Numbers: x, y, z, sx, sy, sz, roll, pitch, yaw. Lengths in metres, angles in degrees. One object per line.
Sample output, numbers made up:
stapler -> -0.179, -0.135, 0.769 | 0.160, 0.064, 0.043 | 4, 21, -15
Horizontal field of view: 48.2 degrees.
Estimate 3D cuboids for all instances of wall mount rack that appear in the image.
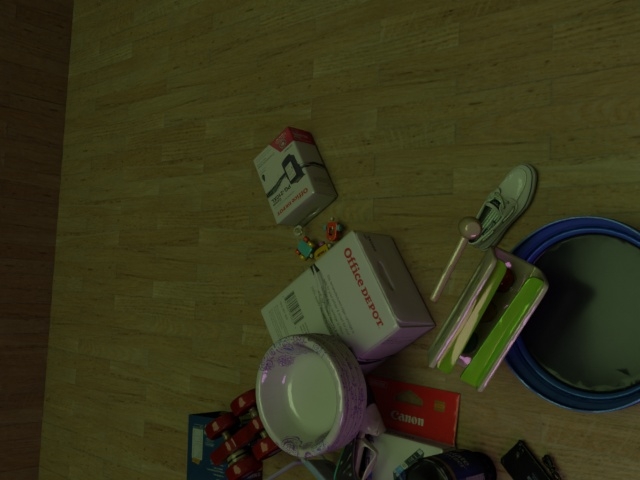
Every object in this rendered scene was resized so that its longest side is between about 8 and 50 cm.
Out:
wall mount rack -> -0.008, 0.653, 1.785 | 0.350, 0.304, 0.130 | 34, 98, 40

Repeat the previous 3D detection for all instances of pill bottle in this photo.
pill bottle -> 0.295, 0.528, 1.580 | 0.123, 0.219, 0.122 | -6, 82, 42

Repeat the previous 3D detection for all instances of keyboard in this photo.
keyboard -> 0.478, 0.518, 1.549 | 0.180, 0.023, 0.108 | 53, 125, 32

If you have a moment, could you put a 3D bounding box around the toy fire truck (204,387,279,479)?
toy fire truck -> -0.153, 0.523, 1.972 | 0.302, 0.254, 0.169 | -45, 65, 28

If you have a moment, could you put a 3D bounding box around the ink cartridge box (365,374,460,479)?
ink cartridge box -> 0.198, 0.488, 1.780 | 0.296, 0.066, 0.261 | 2, 87, 43

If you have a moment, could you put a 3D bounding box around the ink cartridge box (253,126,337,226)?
ink cartridge box -> -0.077, -0.181, 2.083 | 0.172, 0.100, 0.237 | -39, 60, 33

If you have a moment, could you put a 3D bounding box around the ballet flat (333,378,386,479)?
ballet flat -> 0.108, 0.484, 1.763 | 0.096, 0.095, 0.280 | 13, 97, 34

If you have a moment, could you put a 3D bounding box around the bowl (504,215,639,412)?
bowl -> 0.539, 0.146, 1.445 | 0.391, 0.077, 0.391 | -3, 85, 40

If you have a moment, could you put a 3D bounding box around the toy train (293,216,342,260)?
toy train -> 0.000, 0.000, 2.033 | 0.166, 0.046, 0.125 | -4, 81, 39

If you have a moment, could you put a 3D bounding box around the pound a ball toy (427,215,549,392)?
pound a ball toy -> 0.315, 0.119, 1.475 | 0.208, 0.136, 0.319 | 26, 108, 1

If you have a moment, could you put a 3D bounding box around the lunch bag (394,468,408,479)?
lunch bag -> 0.215, 0.562, 1.644 | 0.065, 0.098, 0.067 | -56, 49, 21

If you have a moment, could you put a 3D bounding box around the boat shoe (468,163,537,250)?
boat shoe -> 0.415, -0.074, 1.637 | 0.083, 0.076, 0.226 | 38, 110, 38

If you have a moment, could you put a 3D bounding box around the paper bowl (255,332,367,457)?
paper bowl -> -0.009, 0.364, 1.707 | 0.284, 0.148, 0.284 | -4, 84, 41

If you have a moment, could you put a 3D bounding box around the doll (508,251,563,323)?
doll -> 0.465, 0.100, 1.591 | 0.129, 0.046, 0.189 | -48, 56, 27

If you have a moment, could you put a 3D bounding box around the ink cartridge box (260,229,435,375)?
ink cartridge box -> 0.062, 0.201, 1.868 | 0.395, 0.166, 0.285 | -41, 60, 32

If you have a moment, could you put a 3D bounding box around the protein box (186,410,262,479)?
protein box -> -0.289, 0.631, 2.161 | 0.200, 0.136, 0.201 | -5, 82, 42
